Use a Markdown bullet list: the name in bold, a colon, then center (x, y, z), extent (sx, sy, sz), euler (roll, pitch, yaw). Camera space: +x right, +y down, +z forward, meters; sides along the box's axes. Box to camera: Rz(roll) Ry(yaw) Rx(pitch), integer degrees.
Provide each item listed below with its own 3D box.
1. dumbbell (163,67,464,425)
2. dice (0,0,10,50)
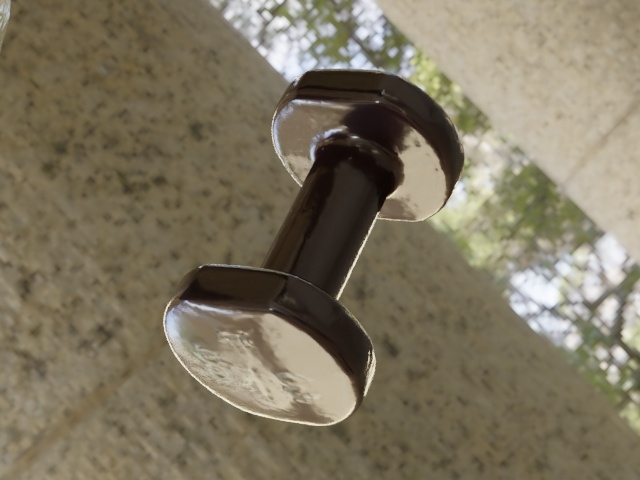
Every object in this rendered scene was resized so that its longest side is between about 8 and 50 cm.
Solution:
- **dumbbell**: center (0.000, 0.000, 0.886), extent (0.225, 0.140, 0.124), euler (-63, -33, -34)
- **dice**: center (-0.352, -0.098, 0.789), extent (0.259, 0.251, 0.243), euler (-62, 4, 5)
